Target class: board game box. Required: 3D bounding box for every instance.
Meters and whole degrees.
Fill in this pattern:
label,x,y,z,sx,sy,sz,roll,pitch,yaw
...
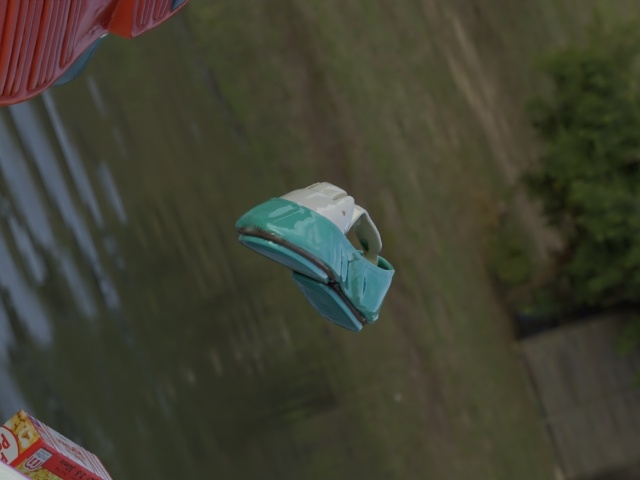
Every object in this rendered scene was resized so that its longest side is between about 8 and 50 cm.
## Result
label,x,y,z,sx,sy,sz,roll,pitch,yaw
board game box,-0.296,0.248,1.668,0.045,0.193,0.147,51,2,31

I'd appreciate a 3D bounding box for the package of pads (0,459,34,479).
label,x,y,z,sx,sy,sz,roll,pitch,yaw
package of pads,-0.150,0.195,0.951,0.296,0.101,0.229,33,-21,1

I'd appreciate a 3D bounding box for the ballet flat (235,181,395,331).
label,x,y,z,sx,sy,sz,roll,pitch,yaw
ballet flat,0.000,0.000,1.524,0.087,0.083,0.247,-65,155,-10

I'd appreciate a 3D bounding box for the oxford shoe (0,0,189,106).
label,x,y,z,sx,sy,sz,roll,pitch,yaw
oxford shoe,-0.176,-0.151,1.082,0.271,0.098,0.097,-30,148,-53

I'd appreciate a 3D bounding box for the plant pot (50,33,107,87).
label,x,y,z,sx,sy,sz,roll,pitch,yaw
plant pot,-0.270,-0.212,1.542,0.234,0.165,0.165,136,-45,-71
